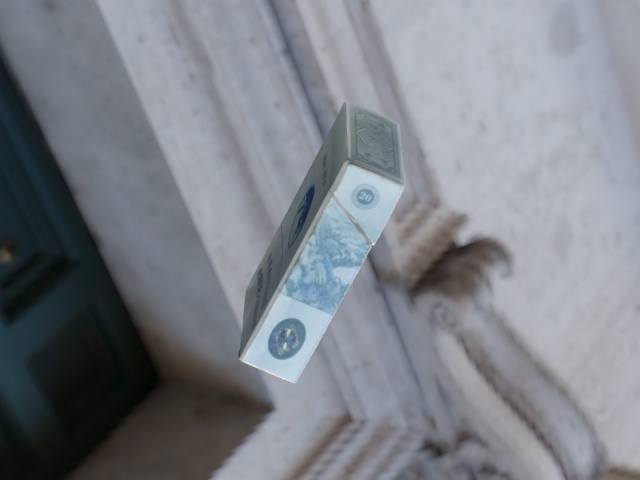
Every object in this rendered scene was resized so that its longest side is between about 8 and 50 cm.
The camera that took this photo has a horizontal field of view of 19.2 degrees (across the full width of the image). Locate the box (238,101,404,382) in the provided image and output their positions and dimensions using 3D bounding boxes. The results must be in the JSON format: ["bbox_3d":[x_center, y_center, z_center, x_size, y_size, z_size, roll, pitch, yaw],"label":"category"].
[{"bbox_3d":[0.000,0.000,0.643,0.024,0.083,0.054,24,-156,-9],"label":"box"}]
